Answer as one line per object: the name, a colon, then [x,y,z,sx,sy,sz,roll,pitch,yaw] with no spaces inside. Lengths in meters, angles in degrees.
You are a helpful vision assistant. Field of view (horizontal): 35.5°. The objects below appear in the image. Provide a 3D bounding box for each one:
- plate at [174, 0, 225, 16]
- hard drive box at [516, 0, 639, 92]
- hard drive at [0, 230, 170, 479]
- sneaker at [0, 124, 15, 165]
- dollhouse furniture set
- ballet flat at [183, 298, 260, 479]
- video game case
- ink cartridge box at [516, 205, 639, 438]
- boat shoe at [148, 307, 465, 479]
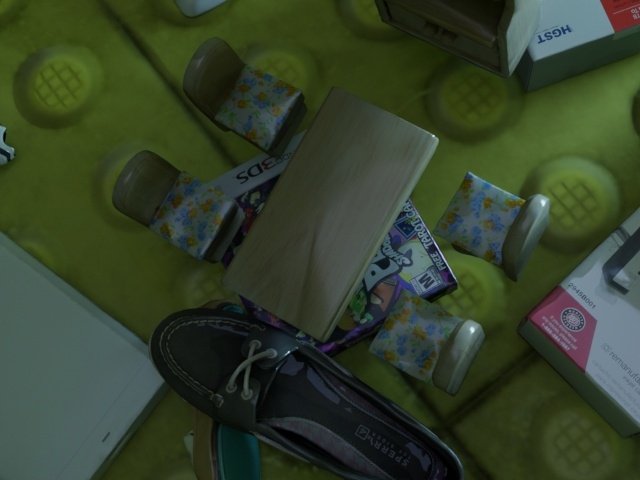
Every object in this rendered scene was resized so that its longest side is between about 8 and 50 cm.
plate: [-0.103,-0.442,1.195,0.278,0.045,0.277,-29,75,-2]
hard drive box: [0.271,-0.307,1.101,0.181,0.089,0.232,-21,75,1]
hard drive: [-0.330,0.128,1.073,0.307,0.040,0.203,35,81,12]
sneaker: [-0.386,-0.128,1.150,0.044,0.040,0.109,-25,78,-18]
dollhouse furniture set: [0.042,-0.110,0.920,0.362,0.256,0.394,29,86,16]
ballet flat: [-0.107,0.178,1.032,0.073,0.080,0.232,-14,70,31]
video game case: [0.000,0.000,1.072,0.210,0.042,0.232,-28,75,0]
ink cartridge box: [0.331,0.065,0.998,0.218,0.092,0.158,-43,76,-8]
boat shoe: [-0.007,0.156,0.963,0.335,0.095,0.112,30,70,-4]
